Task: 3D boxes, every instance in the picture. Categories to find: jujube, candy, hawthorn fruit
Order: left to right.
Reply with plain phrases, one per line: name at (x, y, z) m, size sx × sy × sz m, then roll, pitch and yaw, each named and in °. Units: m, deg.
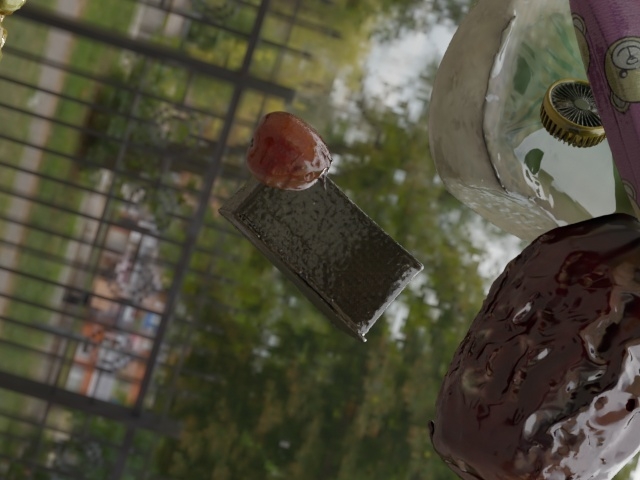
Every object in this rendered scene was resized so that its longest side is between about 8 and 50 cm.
hawthorn fruit at (-0.030, -0.089, 1.475) m, size 0.081 × 0.093 × 0.081 m, roll 22°, pitch 90°, yaw -88°
candy at (0.342, -0.202, 2.014) m, size 0.186 × 0.386 × 0.426 m, roll -179°, pitch -76°, yaw -70°
jujube at (0.286, 0.138, 1.571) m, size 0.376 × 0.258 × 0.258 m, roll -54°, pitch 178°, yaw -22°

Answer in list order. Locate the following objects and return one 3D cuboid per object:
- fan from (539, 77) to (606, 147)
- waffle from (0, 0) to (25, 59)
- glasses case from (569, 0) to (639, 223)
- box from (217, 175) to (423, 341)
fan at (0.316, -0.128, 1.522) m, size 0.039 × 0.155 × 0.082 m, roll 106°, pitch -4°, yaw -47°
waffle at (-0.294, -0.133, 1.053) m, size 0.325 × 0.068 × 0.302 m, roll -44°, pitch -153°, yaw 39°
glasses case at (0.331, -0.134, 1.348) m, size 0.076 × 0.123 × 0.316 m, roll -25°, pitch -99°, yaw 63°
box at (-0.002, 0.002, 2.044) m, size 0.143 × 0.273 × 0.184 m, roll -47°, pitch -170°, yaw -5°
